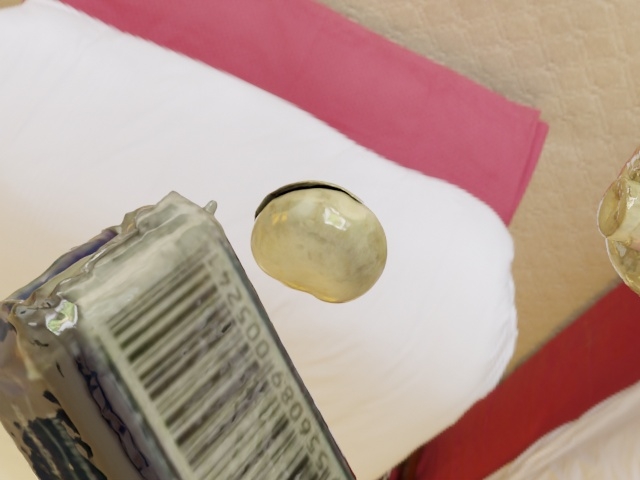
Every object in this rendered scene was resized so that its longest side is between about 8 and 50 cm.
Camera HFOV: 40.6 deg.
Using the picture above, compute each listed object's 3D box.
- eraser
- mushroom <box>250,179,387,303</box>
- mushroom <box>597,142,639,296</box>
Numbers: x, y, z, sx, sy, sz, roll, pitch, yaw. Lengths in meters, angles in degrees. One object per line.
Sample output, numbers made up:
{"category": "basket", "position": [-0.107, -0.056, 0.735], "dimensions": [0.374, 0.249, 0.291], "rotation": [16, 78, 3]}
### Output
{"category": "eraser", "position": [-0.065, 0.143, 0.525], "dimensions": [0.101, 0.155, 0.332], "rotation": [-13, 110, 40]}
{"category": "mushroom", "position": [0.000, 0.000, 0.958], "dimensions": [0.154, 0.122, 0.154], "rotation": [6, 137, 6]}
{"category": "mushroom", "position": [0.161, -0.011, 0.394], "dimensions": [0.067, 0.083, 0.083], "rotation": [8, 145, -10]}
